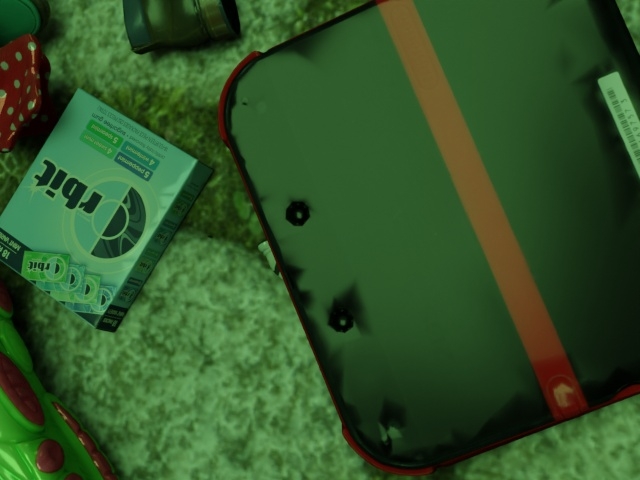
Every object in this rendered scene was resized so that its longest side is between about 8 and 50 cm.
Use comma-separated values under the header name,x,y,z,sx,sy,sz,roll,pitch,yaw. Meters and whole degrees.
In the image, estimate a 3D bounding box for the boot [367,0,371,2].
name,x,y,z,sx,sy,sz,roll,pitch,yaw
boot,0.040,-0.131,0.918,0.086,0.069,0.190,-9,77,10

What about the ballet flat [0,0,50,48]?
name,x,y,z,sx,sy,sz,roll,pitch,yaw
ballet flat,-0.424,-0.245,1.075,0.316,0.107,0.106,-7,47,10

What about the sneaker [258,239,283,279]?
name,x,y,z,sx,sy,sz,roll,pitch,yaw
sneaker,0.000,0.000,0.928,0.109,0.040,0.044,-25,89,15

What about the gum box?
name,x,y,z,sx,sy,sz,roll,pitch,yaw
gum box,-0.217,-0.031,0.996,0.157,0.041,0.184,32,91,20

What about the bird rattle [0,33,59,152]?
name,x,y,z,sx,sy,sz,roll,pitch,yaw
bird rattle,-0.387,-0.158,0.993,0.253,0.143,0.207,-20,105,21

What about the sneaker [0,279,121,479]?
name,x,y,z,sx,sy,sz,roll,pitch,yaw
sneaker,-0.358,0.146,0.931,0.202,0.185,0.483,-38,69,5

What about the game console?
name,x,y,z,sx,sy,sz,roll,pitch,yaw
game console,0.122,-0.028,0.848,0.342,0.060,0.386,-23,86,6

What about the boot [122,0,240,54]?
name,x,y,z,sx,sy,sz,roll,pitch,yaw
boot,-0.156,-0.287,1.007,0.106,0.082,0.219,-17,76,11
